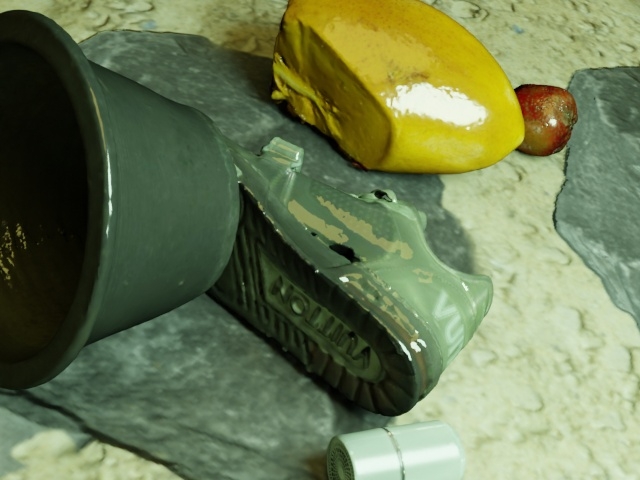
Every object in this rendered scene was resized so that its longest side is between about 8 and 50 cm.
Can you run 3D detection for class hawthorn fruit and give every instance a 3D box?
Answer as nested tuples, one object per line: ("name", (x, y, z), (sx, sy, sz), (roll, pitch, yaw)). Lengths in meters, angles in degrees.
("hawthorn fruit", (0.208, -0.118, 0.972), (0.077, 0.077, 0.077), (9, 43, -9))

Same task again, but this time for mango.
("mango", (0.067, -0.143, 0.914), (0.252, 0.126, 0.154), (26, 55, 8))

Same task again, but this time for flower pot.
("flower pot", (-0.152, -0.026, 0.680), (0.148, 0.235, 0.235), (-2, 42, -47))

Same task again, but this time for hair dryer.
("hair dryer", (0.062, 0.180, 0.637), (0.082, 0.047, 0.137), (-3, 52, -22))

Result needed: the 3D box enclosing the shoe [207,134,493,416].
("shoe", (0.001, -0.002, 0.765), (0.293, 0.109, 0.149), (42, 44, 21))
